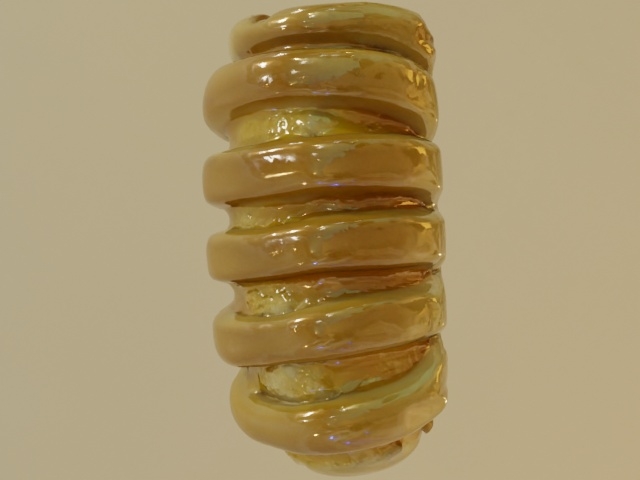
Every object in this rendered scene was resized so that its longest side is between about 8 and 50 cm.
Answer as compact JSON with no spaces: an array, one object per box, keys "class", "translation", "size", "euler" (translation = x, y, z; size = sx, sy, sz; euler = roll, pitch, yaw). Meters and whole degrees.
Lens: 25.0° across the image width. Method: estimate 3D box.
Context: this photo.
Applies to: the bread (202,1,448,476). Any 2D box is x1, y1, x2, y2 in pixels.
[{"class":"bread","translation":[0.000,0.000,0.944],"size":[0.121,0.173,0.311],"euler":[0,-95,-50]}]
